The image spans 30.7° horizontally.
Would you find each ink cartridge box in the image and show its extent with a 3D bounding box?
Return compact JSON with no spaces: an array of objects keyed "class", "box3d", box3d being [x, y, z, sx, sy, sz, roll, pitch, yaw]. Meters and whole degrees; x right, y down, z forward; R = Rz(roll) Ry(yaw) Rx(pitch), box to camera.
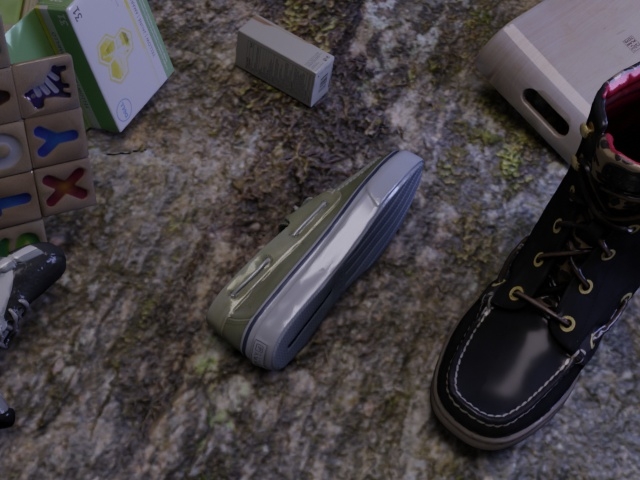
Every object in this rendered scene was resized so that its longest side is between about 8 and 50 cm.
[{"class":"ink cartridge box","box3d":[-0.265,-0.185,1.268,0.056,0.171,0.235,10,48,27]}]

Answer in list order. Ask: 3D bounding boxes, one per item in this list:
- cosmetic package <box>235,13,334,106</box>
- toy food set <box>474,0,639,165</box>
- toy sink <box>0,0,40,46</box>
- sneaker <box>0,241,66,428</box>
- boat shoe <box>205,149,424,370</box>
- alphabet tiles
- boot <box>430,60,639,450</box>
[{"class":"cosmetic package","box3d":[-0.044,-0.215,1.393,0.115,0.060,0.041,32,54,15]},{"class":"toy food set","box3d":[0.367,-0.215,1.444,0.306,0.092,0.219,-34,76,-27]},{"class":"toy sink","box3d":[-0.388,-0.222,1.305,0.153,0.131,0.234,3,53,-5]},{"class":"sneaker","box3d":[-0.308,0.111,1.102,0.229,0.086,0.132,-39,71,-19]},{"class":"boat shoe","box3d":[0.000,0.000,1.206,0.094,0.109,0.302,31,58,18]},{"class":"alphabet tiles","box3d":[-0.389,-0.065,1.096,0.343,0.285,0.011,-15,37,-18]},{"class":"boot","box3d":[0.253,0.006,1.120,0.138,0.284,0.377,37,56,20]}]
